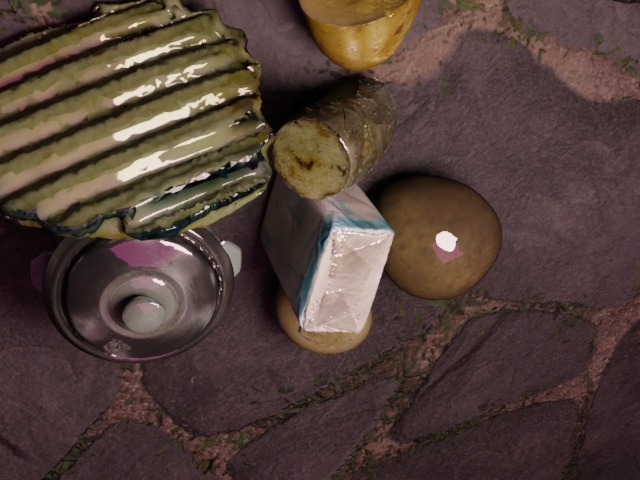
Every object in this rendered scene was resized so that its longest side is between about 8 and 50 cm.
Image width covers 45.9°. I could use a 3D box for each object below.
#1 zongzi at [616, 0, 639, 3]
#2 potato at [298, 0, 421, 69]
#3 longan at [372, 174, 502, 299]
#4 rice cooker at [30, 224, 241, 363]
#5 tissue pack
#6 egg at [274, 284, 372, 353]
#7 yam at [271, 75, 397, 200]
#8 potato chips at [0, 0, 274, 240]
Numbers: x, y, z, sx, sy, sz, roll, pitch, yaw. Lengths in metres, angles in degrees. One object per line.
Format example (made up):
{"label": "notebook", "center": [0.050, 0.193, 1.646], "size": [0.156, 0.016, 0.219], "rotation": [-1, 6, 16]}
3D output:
{"label": "zongzi", "center": [0.587, -0.478, 1.055], "size": [0.403, 0.432, 0.208], "rotation": [-58, 158, 18]}
{"label": "potato", "center": [0.065, -0.332, 1.127], "size": [0.178, 0.203, 0.158], "rotation": [10, 151, 14]}
{"label": "longan", "center": [0.198, -0.008, 1.351], "size": [0.246, 0.215, 0.246], "rotation": [12, 123, 19]}
{"label": "rice cooker", "center": [-0.273, 0.032, 1.136], "size": [0.316, 0.316, 0.264], "rotation": [0, 120, -21]}
{"label": "tissue pack", "center": [0.001, -0.002, 1.233], "size": [0.124, 0.271, 0.201], "rotation": [8, 117, -24]}
{"label": "egg", "center": [0.008, 0.130, 1.388], "size": [0.201, 0.164, 0.164], "rotation": [28, 108, -37]}
{"label": "yam", "center": [0.024, -0.153, 1.151], "size": [0.154, 0.254, 0.154], "rotation": [8, 117, 16]}
{"label": "potato chips", "center": [-0.273, -0.159, 1.013], "size": [0.429, 0.358, 0.070], "rotation": [-25, 166, -16]}
